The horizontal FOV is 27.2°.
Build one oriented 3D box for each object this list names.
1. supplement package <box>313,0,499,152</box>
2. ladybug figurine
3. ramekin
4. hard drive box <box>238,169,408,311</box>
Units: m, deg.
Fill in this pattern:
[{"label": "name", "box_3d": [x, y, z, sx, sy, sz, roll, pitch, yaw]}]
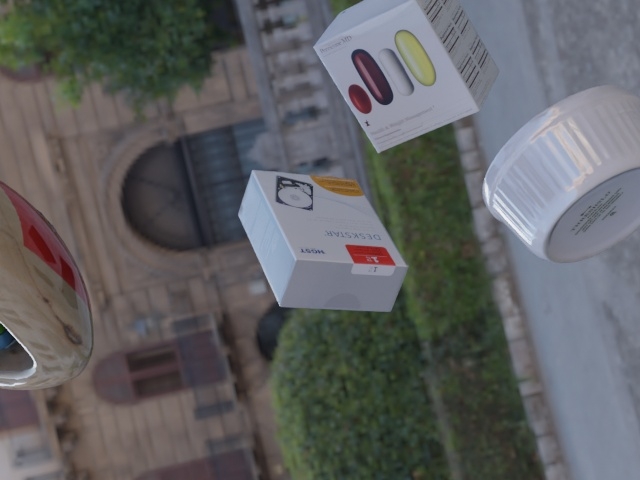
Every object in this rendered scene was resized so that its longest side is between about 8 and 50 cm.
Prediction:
[{"label": "supplement package", "box_3d": [0.136, -0.282, 2.062, 0.203, 0.194, 0.149, 57, -147, -18]}, {"label": "ladybug figurine", "box_3d": [-0.418, 0.042, 1.577, 0.449, 0.305, 0.162, 77, -157, -61]}, {"label": "ramekin", "box_3d": [0.376, -0.081, 1.877, 0.127, 0.272, 0.273, 60, 170, 29]}, {"label": "hard drive box", "box_3d": [0.000, 0.000, 1.956, 0.232, 0.181, 0.089, -118, 40, -48]}]
